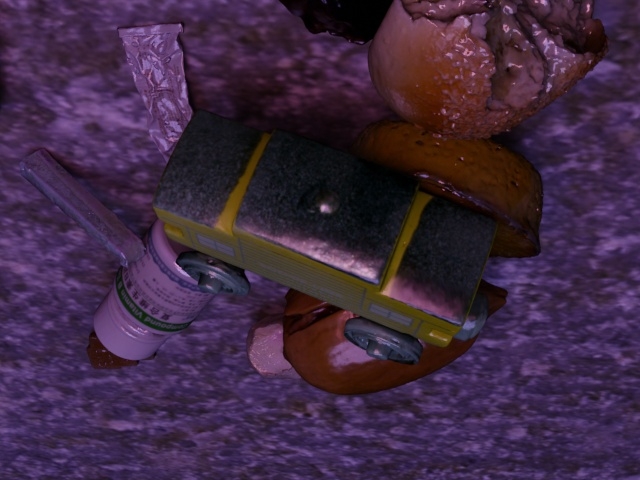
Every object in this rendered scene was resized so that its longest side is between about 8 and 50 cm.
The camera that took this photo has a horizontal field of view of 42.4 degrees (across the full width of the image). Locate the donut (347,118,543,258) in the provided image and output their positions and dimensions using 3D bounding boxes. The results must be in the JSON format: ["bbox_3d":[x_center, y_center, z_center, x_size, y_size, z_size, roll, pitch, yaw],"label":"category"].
[{"bbox_3d":[0.154,-0.073,1.021,0.272,0.107,0.272,19,170,3],"label":"donut"}]

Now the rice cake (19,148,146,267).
[{"bbox_3d":[-0.323,-0.045,1.126,0.211,0.043,0.034,41,146,7],"label":"rice cake"}]

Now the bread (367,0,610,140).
[{"bbox_3d":[0.158,-0.188,0.853,0.171,0.314,0.192,54,129,7],"label":"bread"}]

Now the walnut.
[{"bbox_3d":[0.103,0.110,1.190,0.336,0.209,0.209,-11,130,13],"label":"walnut"}]

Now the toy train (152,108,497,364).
[{"bbox_3d":[0.000,0.000,0.981,0.441,0.179,0.272,21,162,6],"label":"toy train"}]

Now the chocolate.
[{"bbox_3d":[-0.029,-0.305,0.836,0.177,0.207,0.224,3,176,28],"label":"chocolate"}]

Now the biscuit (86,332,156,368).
[{"bbox_3d":[-0.350,0.182,1.403,0.130,0.019,0.119,-35,122,29],"label":"biscuit"}]

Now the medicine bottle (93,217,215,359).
[{"bbox_3d":[-0.235,0.069,1.217,0.139,0.139,0.237,30,128,-21],"label":"medicine bottle"}]

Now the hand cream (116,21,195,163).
[{"bbox_3d":[-0.187,-0.158,1.072,0.084,0.050,0.257,-4,129,11],"label":"hand cream"}]

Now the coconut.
[{"bbox_3d":[-0.052,0.169,1.310,0.124,0.110,0.110,-6,131,14],"label":"coconut"}]
